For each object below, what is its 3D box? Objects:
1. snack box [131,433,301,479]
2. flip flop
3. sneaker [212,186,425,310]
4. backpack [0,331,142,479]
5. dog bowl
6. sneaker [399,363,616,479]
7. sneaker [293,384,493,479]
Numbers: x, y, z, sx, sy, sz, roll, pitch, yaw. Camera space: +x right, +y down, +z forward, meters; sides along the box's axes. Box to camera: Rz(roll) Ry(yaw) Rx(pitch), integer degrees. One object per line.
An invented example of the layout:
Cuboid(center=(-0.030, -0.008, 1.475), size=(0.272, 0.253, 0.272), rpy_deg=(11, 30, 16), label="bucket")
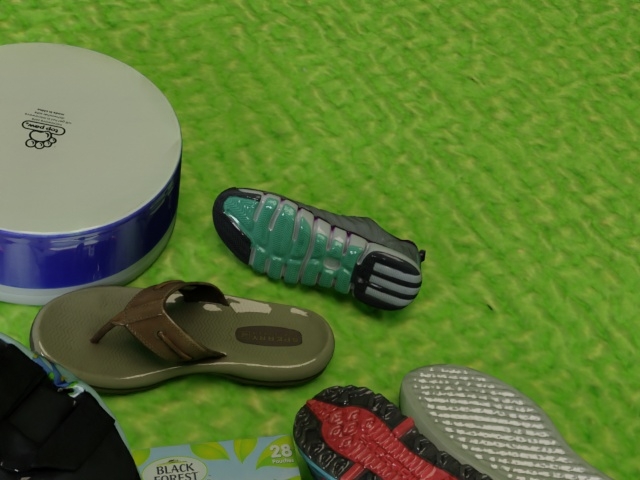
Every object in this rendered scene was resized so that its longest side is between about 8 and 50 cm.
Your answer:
Cuboid(center=(-0.110, 0.248, 0.740), size=(0.207, 0.070, 0.175), rpy_deg=(-1, 51, -17), label="snack box")
Cuboid(center=(-0.119, 0.078, 0.874), size=(0.277, 0.080, 0.112), rpy_deg=(5, 50, -11), label="flip flop")
Cuboid(center=(0.000, 0.000, 0.993), size=(0.223, 0.083, 0.098), rpy_deg=(24, 25, 3), label="sneaker")
Cuboid(center=(-0.269, 0.207, 0.547), size=(0.290, 0.273, 0.355), rpy_deg=(41, 71, -9), label="backpack")
Cuboid(center=(-0.269, -0.072, 0.946), size=(0.264, 0.104, 0.265), rpy_deg=(7, 49, -8), label="dog bowl")
Cuboid(center=(0.168, 0.228, 0.808), size=(0.126, 0.128, 0.321), rpy_deg=(-9, 29, -29), label="sneaker")
Cuboid(center=(0.085, 0.224, 0.760), size=(0.104, 0.125, 0.262), rpy_deg=(-32, 47, -16), label="sneaker")
